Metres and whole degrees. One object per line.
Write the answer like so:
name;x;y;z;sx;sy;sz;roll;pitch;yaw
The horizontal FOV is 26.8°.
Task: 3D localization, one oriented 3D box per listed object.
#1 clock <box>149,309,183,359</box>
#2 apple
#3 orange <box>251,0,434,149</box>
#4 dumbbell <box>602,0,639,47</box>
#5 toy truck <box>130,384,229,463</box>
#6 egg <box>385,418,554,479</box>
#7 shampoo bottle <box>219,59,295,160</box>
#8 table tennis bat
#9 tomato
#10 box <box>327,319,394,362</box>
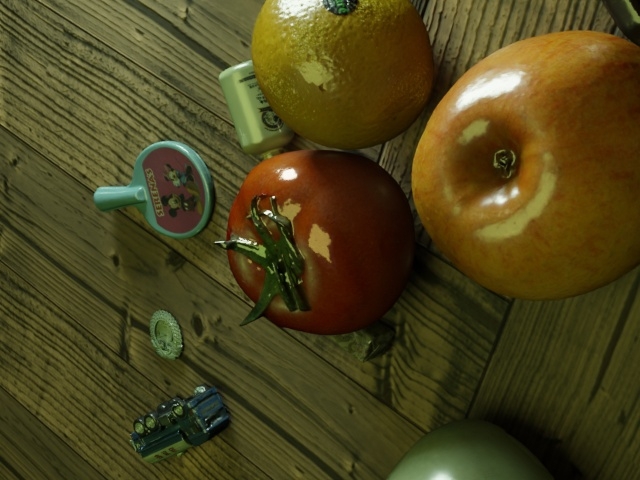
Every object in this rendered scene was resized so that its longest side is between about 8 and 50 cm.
clock;-0.249;0.151;2.157;0.074;0.010;0.083;8;108;40
apple;0.250;-0.082;1.474;0.299;0.275;0.299;9;104;41
orange;0.028;-0.224;1.655;0.236;0.236;0.236;14;113;37
dumbbell;0.399;-0.298;1.370;0.225;0.124;0.140;-37;79;41
toy truck;-0.232;0.300;2.147;0.202;0.074;0.088;-29;89;43
egg;0.193;0.391;1.672;0.278;0.278;0.336;-14;58;43
shampoo bottle;-0.082;-0.167;1.862;0.079;0.079;0.162;-17;92;43
table tennis bat;-0.259;-0.074;2.080;0.244;0.040;0.153;-5;101;37
tomato;0.000;0.000;1.746;0.256;0.224;0.256;17;119;35
box;0.047;0.123;1.854;0.098;0.062;0.045;37;121;29
